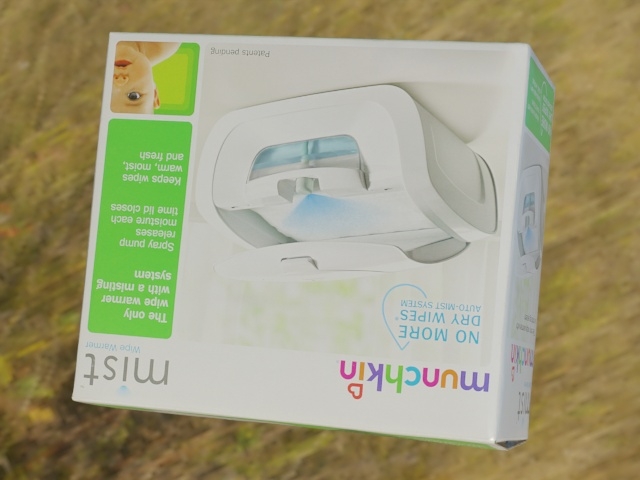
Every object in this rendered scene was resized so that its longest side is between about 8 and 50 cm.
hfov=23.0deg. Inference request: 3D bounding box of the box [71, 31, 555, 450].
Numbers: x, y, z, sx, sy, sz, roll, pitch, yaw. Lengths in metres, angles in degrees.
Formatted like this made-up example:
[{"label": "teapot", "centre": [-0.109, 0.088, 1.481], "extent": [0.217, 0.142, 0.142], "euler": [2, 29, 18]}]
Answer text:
[{"label": "box", "centre": [0.000, 0.000, 0.962], "extent": [0.127, 0.262, 0.231], "euler": [23, 72, -73]}]
